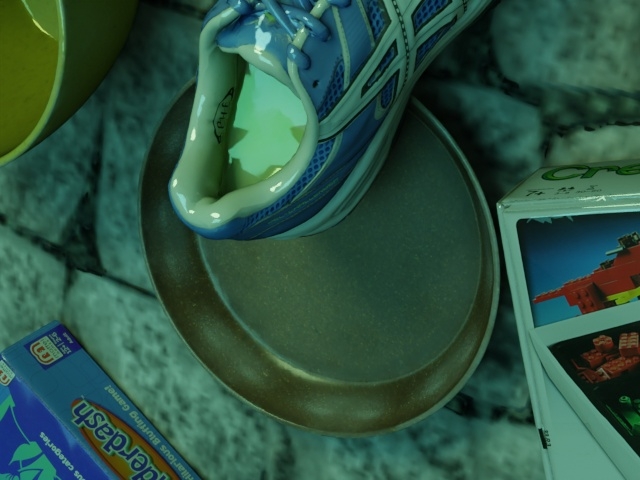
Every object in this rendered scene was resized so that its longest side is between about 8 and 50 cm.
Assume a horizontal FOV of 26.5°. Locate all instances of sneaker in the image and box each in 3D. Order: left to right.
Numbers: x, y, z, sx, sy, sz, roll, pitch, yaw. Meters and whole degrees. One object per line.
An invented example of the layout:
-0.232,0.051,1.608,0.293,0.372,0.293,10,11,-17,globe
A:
0.012,-0.084,0.463,0.080,0.081,0.211,31,114,17,sneaker

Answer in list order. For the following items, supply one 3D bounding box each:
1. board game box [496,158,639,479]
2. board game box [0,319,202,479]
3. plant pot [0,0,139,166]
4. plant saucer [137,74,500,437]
0.221,0.062,0.443,0.305,0.053,0.193,-3,108,31,board game box
-0.143,0.166,0.699,0.160,0.047,0.210,46,125,7,board game box
-0.128,-0.104,0.557,0.134,0.095,0.134,12,115,27,plant pot
0.000,0.000,0.564,0.168,0.029,0.168,10,113,26,plant saucer
